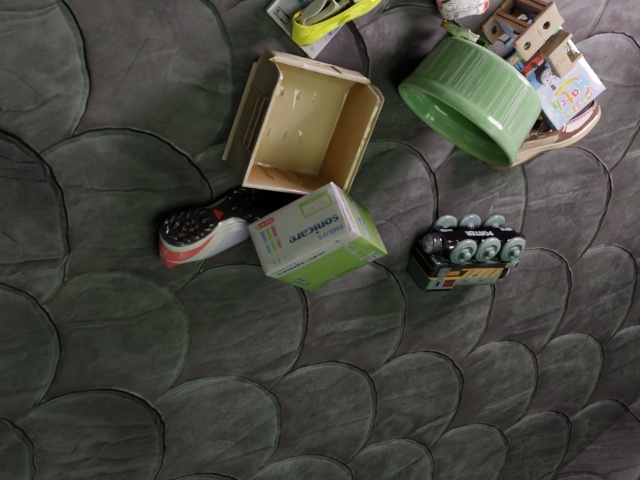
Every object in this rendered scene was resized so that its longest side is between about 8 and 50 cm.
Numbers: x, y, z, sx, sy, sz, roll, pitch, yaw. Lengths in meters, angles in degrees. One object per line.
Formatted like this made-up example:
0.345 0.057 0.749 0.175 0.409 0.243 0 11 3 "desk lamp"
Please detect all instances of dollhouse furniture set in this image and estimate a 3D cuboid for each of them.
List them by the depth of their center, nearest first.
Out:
0.317 -0.437 1.959 0.151 0.076 0.059 4 113 -57 "dollhouse furniture set"
0.486 -0.458 2.032 0.129 0.129 0.183 -46 132 1 "dollhouse furniture set"

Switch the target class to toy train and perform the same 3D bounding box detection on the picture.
0.383 0.037 2.290 0.333 0.142 0.190 -1 131 -34 "toy train"

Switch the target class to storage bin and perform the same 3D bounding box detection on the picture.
-0.035 -0.238 1.843 0.262 0.123 0.260 7 115 -35 "storage bin"

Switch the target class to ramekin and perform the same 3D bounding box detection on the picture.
0.333 -0.306 1.927 0.303 0.303 0.148 37 88 -42 "ramekin"

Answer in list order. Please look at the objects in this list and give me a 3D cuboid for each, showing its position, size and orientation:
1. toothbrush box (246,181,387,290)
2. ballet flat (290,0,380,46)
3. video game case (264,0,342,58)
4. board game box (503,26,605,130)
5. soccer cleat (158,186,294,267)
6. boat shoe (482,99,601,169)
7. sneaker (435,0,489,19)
0.000 0.000 1.904 0.206 0.122 0.283 -27 164 13 "toothbrush box"
0.036 -0.468 1.741 0.231 0.077 0.077 -35 152 -7 "ballet flat"
-0.017 -0.468 1.778 0.143 0.019 0.157 -49 131 3 "video game case"
0.559 -0.396 2.114 0.160 0.039 0.211 -41 102 -4 "board game box"
-0.202 -0.031 1.899 0.318 0.109 0.116 -21 154 -28 "soccer cleat"
0.548 -0.297 2.187 0.341 0.123 0.123 -23 130 -11 "boat shoe"
0.356 -0.584 1.898 0.270 0.090 0.145 -32 132 -7 "sneaker"
